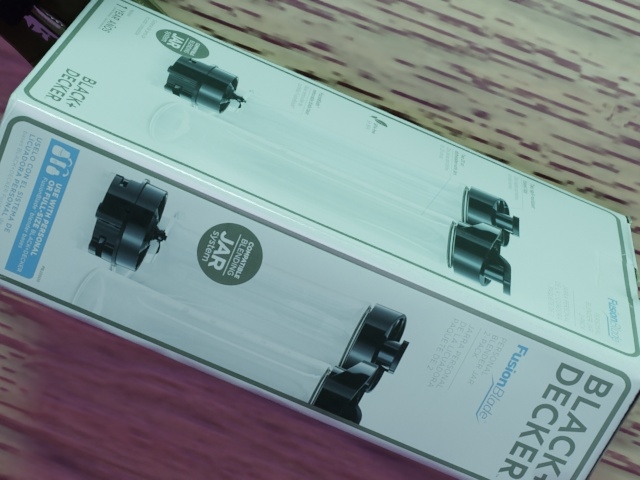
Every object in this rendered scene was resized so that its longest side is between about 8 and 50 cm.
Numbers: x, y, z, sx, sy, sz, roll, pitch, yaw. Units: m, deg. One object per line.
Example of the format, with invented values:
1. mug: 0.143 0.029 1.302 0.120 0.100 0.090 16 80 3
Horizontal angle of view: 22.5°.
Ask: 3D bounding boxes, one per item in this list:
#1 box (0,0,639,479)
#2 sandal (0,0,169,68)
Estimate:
1. box: 0.000 0.000 0.740 0.290 0.169 0.087 22 115 -5
2. sandal: -0.148 -0.151 0.809 0.090 0.060 0.219 -41 109 20
